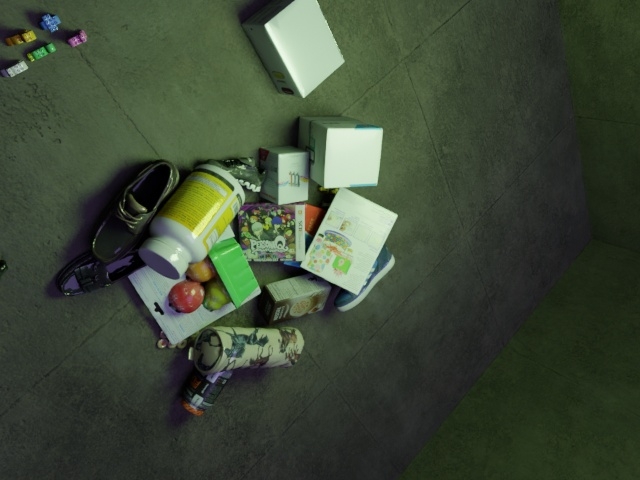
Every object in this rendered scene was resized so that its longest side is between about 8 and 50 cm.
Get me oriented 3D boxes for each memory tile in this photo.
[{"bbox_3d":[-0.486,0.321,1.837,0.148,0.012,0.113,9,102,-41],"label":"memory tile"}]

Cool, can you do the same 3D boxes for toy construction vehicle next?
[{"bbox_3d":[0.026,-0.169,2.047,0.098,0.035,0.086,-2,98,-41],"label":"toy construction vehicle"}]

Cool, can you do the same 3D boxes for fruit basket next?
[{"bbox_3d":[-0.405,0.140,1.766,0.353,0.165,0.327,-27,124,-9],"label":"fruit basket"}]

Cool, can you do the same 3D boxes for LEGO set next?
[{"bbox_3d":[-0.685,-0.486,1.298,0.227,0.093,0.087,-39,127,-20],"label":"LEGO set"}]

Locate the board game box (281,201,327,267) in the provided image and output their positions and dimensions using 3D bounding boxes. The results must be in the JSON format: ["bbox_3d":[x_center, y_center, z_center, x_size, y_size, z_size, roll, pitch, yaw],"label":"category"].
[{"bbox_3d":[0.000,0.000,2.067,0.316,0.064,0.242,15,97,-42],"label":"board game box"}]

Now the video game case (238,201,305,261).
[{"bbox_3d":[-0.168,-0.029,1.853,0.232,0.042,0.210,0,109,-2],"label":"video game case"}]

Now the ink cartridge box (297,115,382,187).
[{"bbox_3d":[0.057,-0.311,1.825,0.198,0.270,0.197,-5,112,-21],"label":"ink cartridge box"}]

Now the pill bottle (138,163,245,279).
[{"bbox_3d":[-0.385,-0.055,1.591,0.334,0.188,0.188,-59,135,-31],"label":"pill bottle"}]

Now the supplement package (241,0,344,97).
[{"bbox_3d":[-0.083,-0.626,1.695,0.204,0.145,0.262,-45,129,-16],"label":"supplement package"}]

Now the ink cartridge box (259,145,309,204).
[{"bbox_3d":[-0.125,-0.226,1.832,0.127,0.128,0.176,-12,115,-35],"label":"ink cartridge box"}]

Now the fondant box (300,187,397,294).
[{"bbox_3d":[0.102,0.001,1.962,0.238,0.096,0.330,27,88,-4],"label":"fondant box"}]

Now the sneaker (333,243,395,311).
[{"bbox_3d":[0.117,0.098,2.096,0.323,0.130,0.236,-44,112,0],"label":"sneaker"}]

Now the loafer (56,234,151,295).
[{"bbox_3d":[-0.621,0.076,1.573,0.302,0.095,0.109,-30,125,-27],"label":"loafer"}]

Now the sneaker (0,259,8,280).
[{"bbox_3d":[-0.904,0.027,1.325,0.135,0.098,0.276,-47,132,-14],"label":"sneaker"}]

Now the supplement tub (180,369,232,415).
[{"bbox_3d":[-0.410,0.520,1.909,0.117,0.117,0.190,38,81,-42],"label":"supplement tub"}]

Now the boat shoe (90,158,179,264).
[{"bbox_3d":[-0.541,-0.095,1.523,0.132,0.130,0.355,32,79,-9],"label":"boat shoe"}]

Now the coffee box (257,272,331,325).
[{"bbox_3d":[-0.099,0.217,2.014,0.246,0.098,0.141,-13,139,-32],"label":"coffee box"}]

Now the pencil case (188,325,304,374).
[{"bbox_3d":[-0.258,0.388,1.904,0.410,0.183,0.160,10,59,-47],"label":"pencil case"}]

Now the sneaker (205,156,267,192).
[{"bbox_3d":[-0.266,-0.237,1.733,0.234,0.078,0.106,18,116,-46],"label":"sneaker"}]
